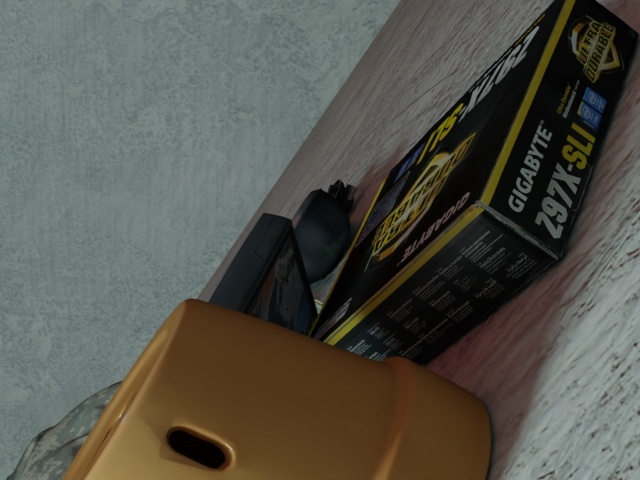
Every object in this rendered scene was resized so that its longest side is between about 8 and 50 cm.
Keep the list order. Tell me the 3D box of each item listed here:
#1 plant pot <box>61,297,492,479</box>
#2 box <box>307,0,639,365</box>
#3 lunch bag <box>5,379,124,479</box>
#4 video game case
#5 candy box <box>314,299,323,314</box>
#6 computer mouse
[{"bbox_3d":[-0.055,0.173,0.822,0.291,0.203,0.291,-56,7,11],"label":"plant pot"},{"bbox_3d":[0.114,-0.027,1.042,0.322,0.079,0.257,-46,11,53],"label":"box"},{"bbox_3d":[-0.237,0.308,1.337,0.256,0.213,0.305,-53,9,28],"label":"lunch bag"},{"bbox_3d":[-0.071,0.157,1.086,0.274,0.035,0.248,-61,-27,-32],"label":"video game case"},{"bbox_3d":[-0.047,0.151,1.303,0.186,0.053,0.109,-64,13,-10],"label":"candy box"},{"bbox_3d":[0.000,0.000,1.677,0.188,0.072,0.272,-59,-4,-1],"label":"computer mouse"}]
